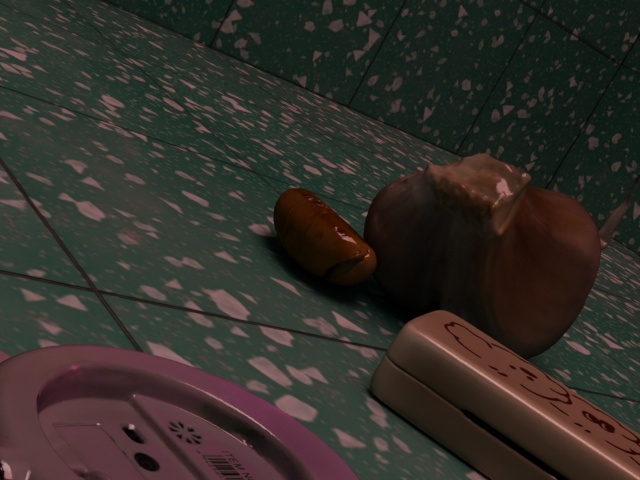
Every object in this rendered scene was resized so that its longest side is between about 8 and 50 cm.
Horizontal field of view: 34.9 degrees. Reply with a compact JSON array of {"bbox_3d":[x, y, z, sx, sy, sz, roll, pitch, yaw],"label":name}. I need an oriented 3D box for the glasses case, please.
[{"bbox_3d":[0.211,0.184,0.901,0.336,0.076,0.144,33,14,17],"label":"glasses case"}]

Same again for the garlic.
[{"bbox_3d":[0.203,0.006,1.228,0.231,0.246,0.340,23,18,40],"label":"garlic"}]

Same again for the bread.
[{"bbox_3d":[0.000,0.000,1.158,0.114,0.077,0.189,45,4,-27],"label":"bread"}]

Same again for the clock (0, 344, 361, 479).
[{"bbox_3d":[-0.074,0.133,0.482,0.227,0.090,0.248,39,15,34],"label":"clock"}]
